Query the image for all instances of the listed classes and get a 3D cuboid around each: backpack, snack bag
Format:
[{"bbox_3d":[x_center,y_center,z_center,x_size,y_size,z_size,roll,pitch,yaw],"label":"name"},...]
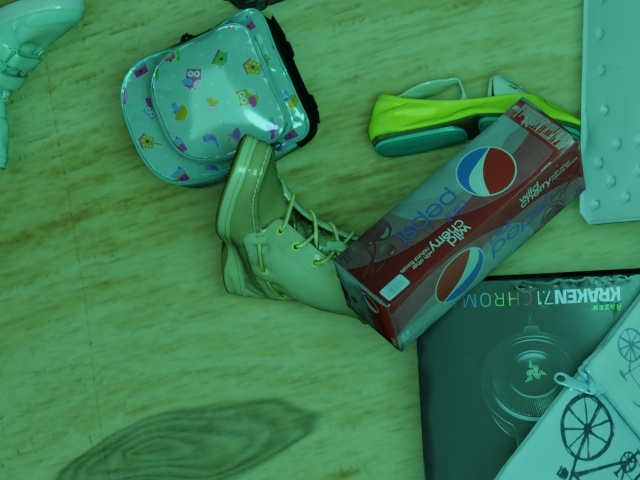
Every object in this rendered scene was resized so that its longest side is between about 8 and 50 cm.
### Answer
[{"bbox_3d":[-0.116,-0.142,1.732,0.188,0.144,0.166,-23,90,13],"label":"backpack"},{"bbox_3d":[0.341,0.226,1.565,0.342,0.037,0.323,-48,108,-18],"label":"snack bag"}]

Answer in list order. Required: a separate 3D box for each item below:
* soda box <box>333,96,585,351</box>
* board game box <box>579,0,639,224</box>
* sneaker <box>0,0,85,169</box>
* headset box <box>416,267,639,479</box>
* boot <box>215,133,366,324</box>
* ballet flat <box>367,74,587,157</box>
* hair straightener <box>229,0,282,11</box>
[{"bbox_3d":[0.140,-0.016,1.602,0.263,0.092,0.083,-40,57,-15],"label":"soda box"},{"bbox_3d":[0.402,-0.218,1.530,0.390,0.050,0.390,-6,81,54],"label":"board game box"},{"bbox_3d":[-0.342,-0.163,1.801,0.256,0.094,0.151,-29,79,21],"label":"sneaker"},{"bbox_3d":[0.229,0.175,1.670,0.246,0.131,0.283,-2,91,12],"label":"headset box"},{"bbox_3d":[0.000,0.000,1.665,0.203,0.262,0.095,16,58,10],"label":"boot"},{"bbox_3d":[0.162,-0.135,1.712,0.231,0.077,0.077,-3,67,14],"label":"ballet flat"},{"bbox_3d":[-0.007,-0.311,1.761,0.230,0.047,0.089,-17,87,16],"label":"hair straightener"}]
